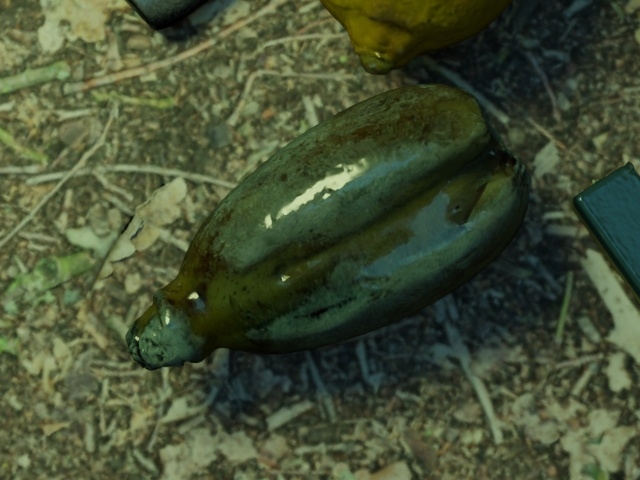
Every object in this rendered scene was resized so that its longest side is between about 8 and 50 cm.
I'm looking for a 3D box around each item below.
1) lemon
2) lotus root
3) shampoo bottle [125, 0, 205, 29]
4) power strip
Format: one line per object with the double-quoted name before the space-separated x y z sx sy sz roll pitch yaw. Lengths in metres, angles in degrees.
"lemon" 0.078 -0.247 0.791 0.188 0.188 0.257 16 81 4
"lotus root" 0.000 0.000 0.791 0.322 0.140 0.158 -28 107 4
"shampoo bottle" -0.074 -0.277 0.867 0.233 0.049 0.087 -43 86 -4
"power strip" 0.255 0.000 0.831 0.056 0.032 0.123 -34 82 -4
